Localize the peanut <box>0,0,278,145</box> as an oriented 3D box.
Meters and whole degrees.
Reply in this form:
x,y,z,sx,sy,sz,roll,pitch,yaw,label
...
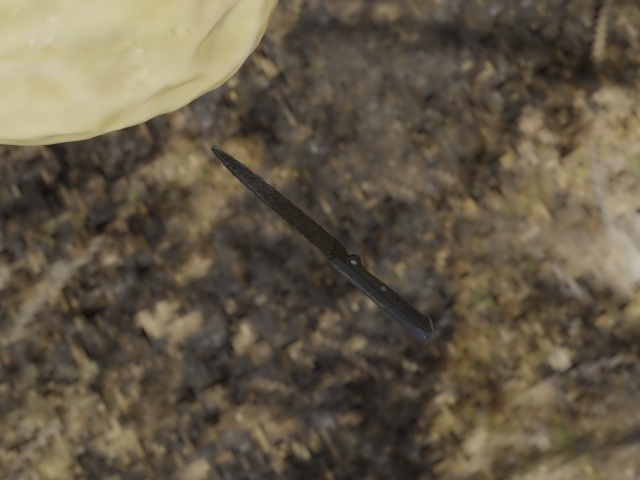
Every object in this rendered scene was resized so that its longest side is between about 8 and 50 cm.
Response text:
x,y,z,sx,sy,sz,roll,pitch,yaw,label
-0.164,-0.101,0.618,0.313,0.152,0.152,0,141,-15,peanut

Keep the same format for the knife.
x,y,z,sx,sy,sz,roll,pitch,yaw,label
0.000,0.000,1.044,0.023,0.170,0.010,-17,144,-59,knife
